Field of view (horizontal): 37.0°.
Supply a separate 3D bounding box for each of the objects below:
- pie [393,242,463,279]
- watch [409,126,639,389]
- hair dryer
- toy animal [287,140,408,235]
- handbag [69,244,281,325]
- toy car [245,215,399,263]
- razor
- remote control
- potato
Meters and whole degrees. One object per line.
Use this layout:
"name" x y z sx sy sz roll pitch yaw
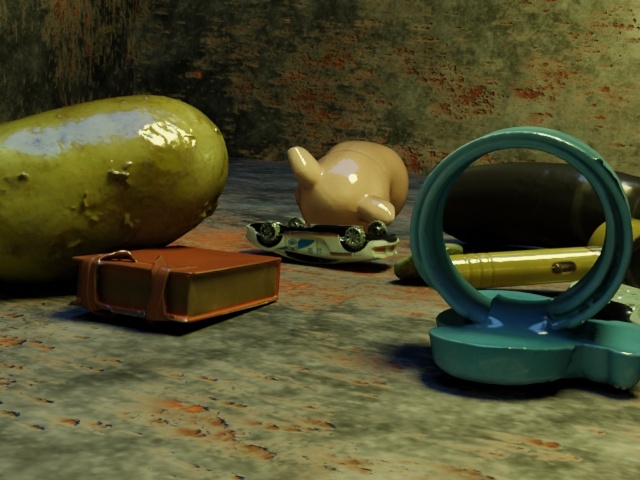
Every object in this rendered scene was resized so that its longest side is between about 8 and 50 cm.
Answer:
"pie" 0.125 0.026 1.122 0.085 0.017 0.085 -14 -25 -6
"watch" 0.172 0.007 0.767 0.211 0.193 0.211 1 9 0
"hair dryer" 0.277 0.026 1.110 0.278 0.090 0.135 -3 9 -4
"toy animal" 0.052 -0.072 1.420 0.166 0.154 0.250 14 13 12
"handbag" -0.134 0.037 0.914 0.127 0.063 0.190 7 6 23
"toy car" 0.000 0.000 1.232 0.205 0.056 0.095 3 8 22
"razor" 0.322 -0.042 1.344 0.349 0.113 0.204 10 -11 41
"remote control" 0.305 0.081 0.837 0.097 0.045 0.256 -1 12 -19
"potato" -0.242 -0.053 0.999 0.307 0.173 0.210 -17 -15 -14
